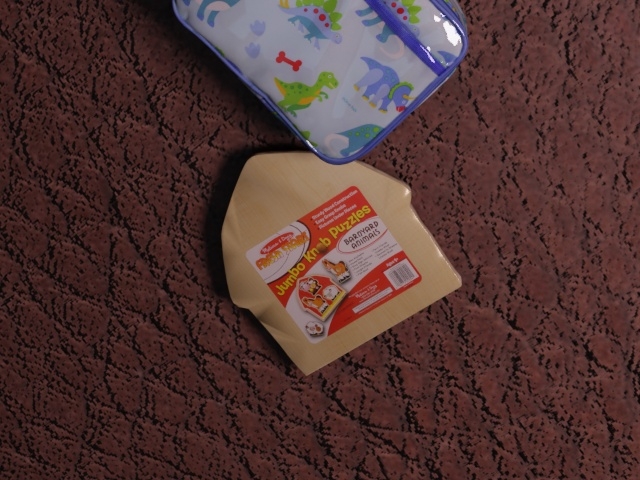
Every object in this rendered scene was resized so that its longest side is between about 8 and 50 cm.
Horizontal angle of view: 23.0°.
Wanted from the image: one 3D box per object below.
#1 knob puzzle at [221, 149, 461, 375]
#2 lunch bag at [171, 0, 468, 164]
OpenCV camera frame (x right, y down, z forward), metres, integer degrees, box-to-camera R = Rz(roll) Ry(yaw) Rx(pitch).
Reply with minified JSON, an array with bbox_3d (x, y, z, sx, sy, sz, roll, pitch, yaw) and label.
[{"bbox_3d":[0.000,0.000,1.372,0.213,0.030,0.213,4,113,9],"label":"knob puzzle"},{"bbox_3d":[0.003,-0.187,1.267,0.176,0.090,0.219,-39,102,18],"label":"lunch bag"}]
